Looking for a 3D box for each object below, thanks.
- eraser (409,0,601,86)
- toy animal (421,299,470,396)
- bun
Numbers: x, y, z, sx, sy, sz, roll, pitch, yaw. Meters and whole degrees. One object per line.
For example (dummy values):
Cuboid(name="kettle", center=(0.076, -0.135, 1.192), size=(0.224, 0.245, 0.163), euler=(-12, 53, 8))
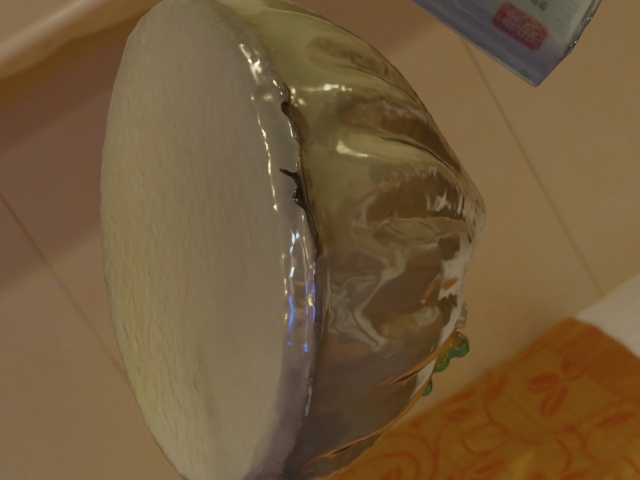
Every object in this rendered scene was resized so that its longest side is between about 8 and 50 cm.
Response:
Cuboid(name="eraser", center=(0.171, -0.286, 1.058), size=(0.174, 0.227, 0.081), euler=(-58, 7, -8))
Cuboid(name="toy animal", center=(0.041, 0.063, 1.199), size=(0.183, 0.309, 0.247), euler=(4, 20, -21))
Cuboid(name="bun", center=(0.000, 0.000, 0.564), size=(0.175, 0.263, 0.263), euler=(-4, 0, -30))
